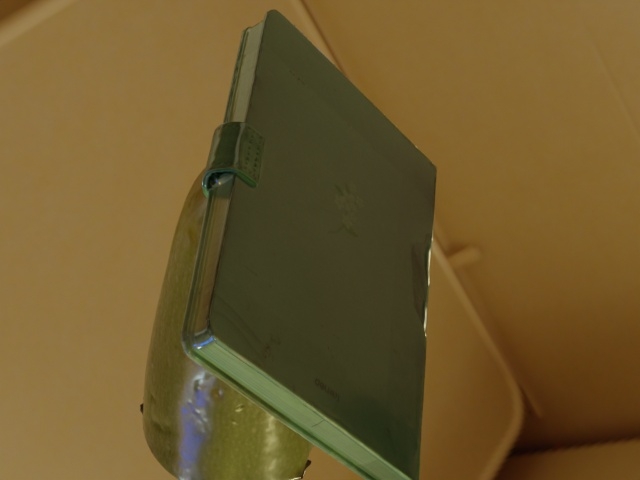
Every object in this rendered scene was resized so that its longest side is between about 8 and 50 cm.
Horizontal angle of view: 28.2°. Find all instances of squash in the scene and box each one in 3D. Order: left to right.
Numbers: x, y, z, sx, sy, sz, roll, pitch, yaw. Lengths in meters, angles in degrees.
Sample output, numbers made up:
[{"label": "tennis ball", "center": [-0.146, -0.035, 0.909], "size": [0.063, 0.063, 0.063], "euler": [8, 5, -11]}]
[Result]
[{"label": "squash", "center": [-0.048, 0.016, 0.816], "size": [0.137, 0.287, 0.137], "euler": [5, -144, -3]}]

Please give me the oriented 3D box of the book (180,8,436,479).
[{"label": "book", "center": [0.000, 0.000, 0.410], "size": [0.017, 0.103, 0.135], "euler": [-24, -138, 33]}]
